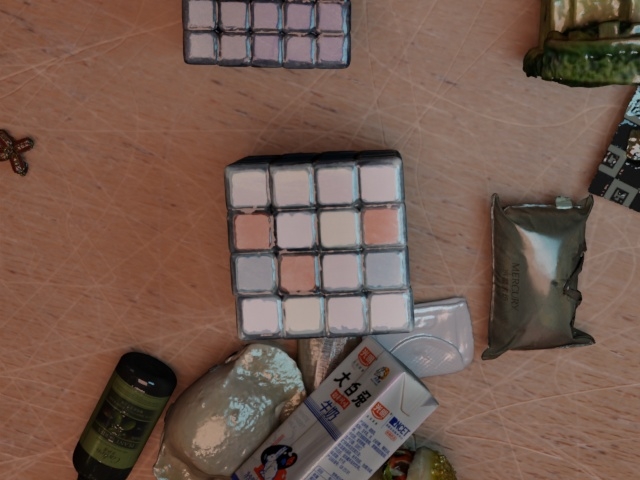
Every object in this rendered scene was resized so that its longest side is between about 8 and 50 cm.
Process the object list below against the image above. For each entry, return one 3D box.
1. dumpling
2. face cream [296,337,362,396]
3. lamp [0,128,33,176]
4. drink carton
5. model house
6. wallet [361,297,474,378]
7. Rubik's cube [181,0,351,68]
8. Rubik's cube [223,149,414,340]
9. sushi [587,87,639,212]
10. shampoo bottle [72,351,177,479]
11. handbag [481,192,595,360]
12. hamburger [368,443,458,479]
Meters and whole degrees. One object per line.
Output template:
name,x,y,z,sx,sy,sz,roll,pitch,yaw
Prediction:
dumpling,-0.128,0.307,1.880,0.227,0.175,0.243,39,130,-6
face cream,0.014,0.227,1.912,0.137,0.084,0.341,4,95,0
lamp,-0.494,-0.142,1.865,0.083,0.031,0.063,20,102,1
drink carton,0.021,0.302,1.799,0.315,0.130,0.106,-46,126,0
model house,0.458,-0.353,1.659,0.321,0.261,0.266,-1,101,-2
wallet,0.156,0.161,1.892,0.183,0.032,0.124,-8,102,-6
Rubik's cube,-0.070,-0.368,1.686,0.237,0.238,0.237,-1,103,1
Rubik's cube,0.000,-0.001,1.751,0.259,0.256,0.253,-4,97,2
sushi,0.539,-0.128,1.812,0.215,0.050,0.192,21,110,-6
shampoo bottle,-0.335,0.322,1.930,0.101,0.101,0.284,28,103,-4
handbag,0.342,0.057,1.836,0.182,0.117,0.270,-2,105,-6
hamburger,0.146,0.468,1.854,0.170,0.302,0.302,-12,103,13
